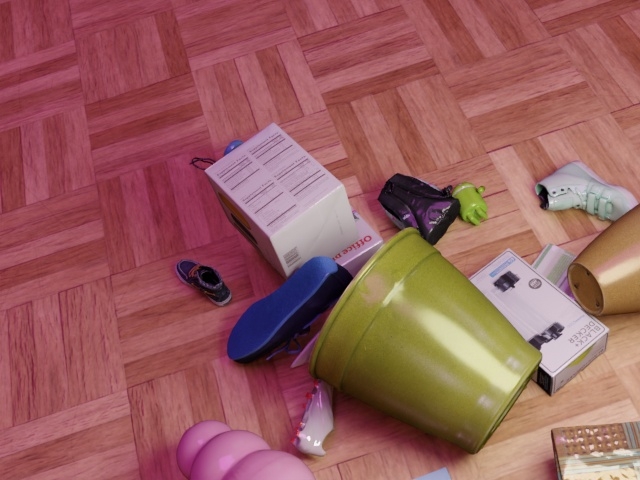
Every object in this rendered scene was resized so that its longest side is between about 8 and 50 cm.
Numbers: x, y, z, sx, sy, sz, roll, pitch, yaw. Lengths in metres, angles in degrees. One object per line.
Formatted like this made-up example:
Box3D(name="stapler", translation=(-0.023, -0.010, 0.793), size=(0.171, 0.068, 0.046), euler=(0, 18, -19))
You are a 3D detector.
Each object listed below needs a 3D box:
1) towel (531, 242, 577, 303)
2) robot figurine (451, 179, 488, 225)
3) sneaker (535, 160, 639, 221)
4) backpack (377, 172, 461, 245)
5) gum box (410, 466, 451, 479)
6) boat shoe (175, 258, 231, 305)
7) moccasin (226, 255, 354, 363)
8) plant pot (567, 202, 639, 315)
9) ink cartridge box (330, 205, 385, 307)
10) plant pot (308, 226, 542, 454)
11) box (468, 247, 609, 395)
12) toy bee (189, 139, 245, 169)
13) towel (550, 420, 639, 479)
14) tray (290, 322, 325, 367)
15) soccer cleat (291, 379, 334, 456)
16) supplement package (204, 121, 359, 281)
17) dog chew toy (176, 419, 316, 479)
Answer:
Box3D(name="towel", translation=(0.547, 0.079, 1.900), size=(0.152, 0.023, 0.113), euler=(30, 66, 27))
Box3D(name="robot figurine", translation=(0.355, -0.091, 2.038), size=(0.101, 0.067, 0.115), euler=(-40, 50, 21))
Box3D(name="sneaker", translation=(0.607, -0.078, 1.957), size=(0.151, 0.094, 0.256), euler=(-26, 42, -16))
Box3D(name="backpack", translation=(0.224, -0.076, 2.020), size=(0.182, 0.115, 0.152), euler=(33, 76, 32))
Box3D(name="gum box", translation=(0.182, 0.535, 1.608), size=(0.184, 0.041, 0.157), euler=(-19, 52, -4))
Box3D(name="boat shoe", translation=(-0.285, 0.079, 2.030), size=(0.183, 0.083, 0.065), euler=(32, 65, 30))
Box3D(name="moccasin", translation=(-0.062, 0.174, 1.839), size=(0.342, 0.116, 0.138), euler=(-37, 45, 30))
Box3D(name="plant pot", translation=(0.644, 0.051, 1.739), size=(0.254, 0.237, 0.237), euler=(-22, 51, -16))
Box3D(name="ink cartridge box", translation=(0.000, 0.000, 2.010), size=(0.201, 0.117, 0.278), euler=(-32, 53, -13))
Box3D(name="plant pot", translation=(0.225, 0.223, 1.675), size=(0.353, 0.366, 0.366), euler=(35, 66, 19))
Box3D(name="box", translation=(0.444, 0.167, 1.808), size=(0.169, 0.087, 0.290), euler=(-34, 54, -14))
Box3D(name="toy bee", translation=(-0.212, -0.173, 2.190), size=(0.298, 0.162, 0.195), euler=(-7, 38, -26))
Box3D(name="towel", translation=(0.562, 0.489, 1.476), size=(0.271, 0.040, 0.370), euler=(-5, 52, 5))
Box3D(name="tray", translation=(0.032, 0.170, 1.802), size=(0.030, 0.145, 0.270), euler=(41, 30, 3))
Box3D(name="soccer cleat", translation=(0.000, 0.360, 1.774), size=(0.076, 0.068, 0.196), euler=(27, 49, -6))
Box3D(name="supplement package", translation=(-0.083, -0.079, 1.885), size=(0.198, 0.199, 0.262), euler=(-37, 54, -12))
Box3D(name="dog chew toy", translation=(-0.155, 0.462, 1.643), size=(0.206, 0.207, 0.331), euler=(-43, 49, -21))
